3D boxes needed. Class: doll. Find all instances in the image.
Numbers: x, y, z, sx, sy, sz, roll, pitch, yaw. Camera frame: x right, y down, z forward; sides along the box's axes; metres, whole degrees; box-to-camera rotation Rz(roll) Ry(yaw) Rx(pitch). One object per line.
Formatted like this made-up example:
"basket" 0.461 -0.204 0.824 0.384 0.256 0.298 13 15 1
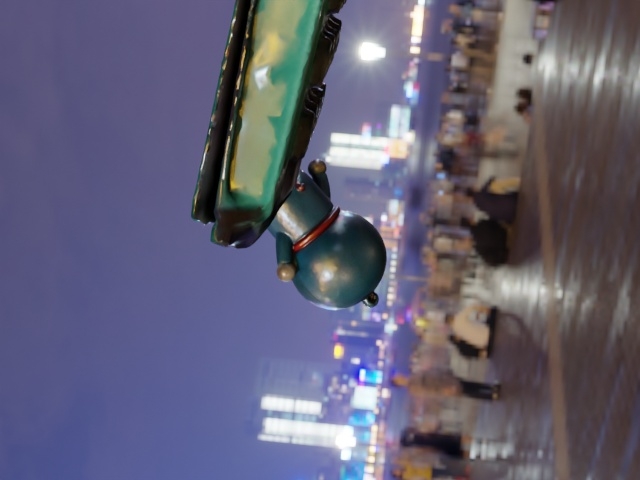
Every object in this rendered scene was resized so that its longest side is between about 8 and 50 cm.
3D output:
"doll" 0.000 0.000 0.951 0.114 0.152 0.085 -48 10 -33

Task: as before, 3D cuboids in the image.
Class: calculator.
"calculator" -0.016 -0.144 0.734 0.274 0.058 0.248 -75 0 -72
